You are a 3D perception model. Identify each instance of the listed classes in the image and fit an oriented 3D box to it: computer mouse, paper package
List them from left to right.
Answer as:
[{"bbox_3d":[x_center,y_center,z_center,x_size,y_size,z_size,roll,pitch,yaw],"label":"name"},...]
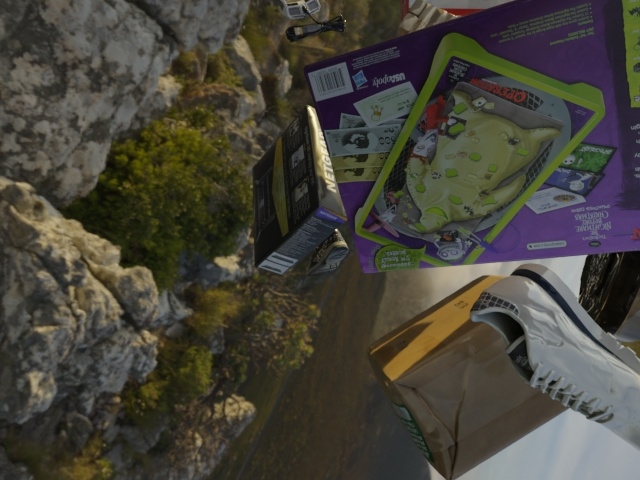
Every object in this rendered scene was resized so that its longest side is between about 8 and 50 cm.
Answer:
[{"bbox_3d":[-0.035,-0.422,0.925,0.042,0.106,0.193,79,-12,-55],"label":"computer mouse"},{"bbox_3d":[0.251,0.200,0.853,0.309,0.168,0.325,-31,179,-4],"label":"paper package"}]

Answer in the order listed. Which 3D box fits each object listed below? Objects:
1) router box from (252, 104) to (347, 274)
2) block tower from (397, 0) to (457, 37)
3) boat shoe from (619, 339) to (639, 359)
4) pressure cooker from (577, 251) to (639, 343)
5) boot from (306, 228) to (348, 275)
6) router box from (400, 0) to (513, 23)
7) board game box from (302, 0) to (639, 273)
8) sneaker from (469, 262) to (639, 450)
[{"bbox_3d":[-0.058,-0.114,1.148,0.243,0.081,0.308,-40,-138,38],"label":"router box"},{"bbox_3d":[0.263,-0.222,0.743,0.091,0.335,0.097,-58,170,-13],"label":"block tower"},{"bbox_3d":[0.538,0.191,0.788,0.081,0.069,0.228,-61,-170,-28],"label":"boat shoe"},{"bbox_3d":[0.766,0.084,0.983,0.375,0.420,0.369,71,38,-61],"label":"pressure cooker"},{"bbox_3d":[0.002,-0.001,1.587,0.236,0.085,0.178,-51,-129,56],"label":"boot"},{"bbox_3d":[0.345,-0.606,1.102,0.082,0.336,0.301,-110,-162,-78],"label":"router box"},{"bbox_3d":[0.172,-0.084,0.406,0.056,0.347,0.208,-43,122,-58],"label":"board game box"},{"bbox_3d":[0.261,0.136,0.530,0.095,0.235,0.090,-30,154,-26],"label":"sneaker"}]
